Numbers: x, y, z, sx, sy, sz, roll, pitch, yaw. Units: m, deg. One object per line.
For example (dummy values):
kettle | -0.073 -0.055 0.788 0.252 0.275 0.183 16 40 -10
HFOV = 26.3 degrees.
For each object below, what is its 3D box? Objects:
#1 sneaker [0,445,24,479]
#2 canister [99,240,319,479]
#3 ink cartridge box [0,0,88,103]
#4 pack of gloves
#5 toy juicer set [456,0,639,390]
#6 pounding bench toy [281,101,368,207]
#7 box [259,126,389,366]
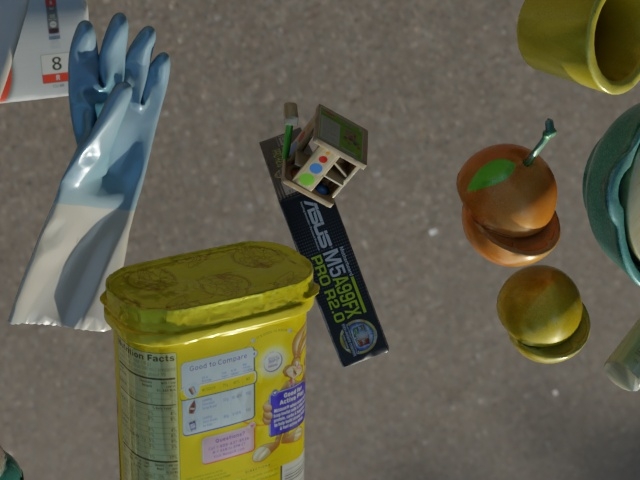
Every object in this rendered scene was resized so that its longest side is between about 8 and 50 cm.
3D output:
sneaker | -0.471 0.323 1.529 0.302 0.108 0.121 -24 131 1
canister | -0.067 0.097 0.843 0.126 0.073 0.169 -12 116 -29
ink cartridge box | -0.244 -0.185 0.991 0.146 0.045 0.179 -8 124 -15
pack of gloves | -0.194 -0.048 0.909 0.195 0.046 0.232 6 104 -37
toy juicer set | 0.206 -0.001 0.870 0.329 0.089 0.209 38 74 -43
pounding bench toy | -0.011 -0.078 1.190 0.083 0.052 0.065 28 126 -19
box | 0.000 0.000 1.626 0.060 0.270 0.216 -21 109 0
